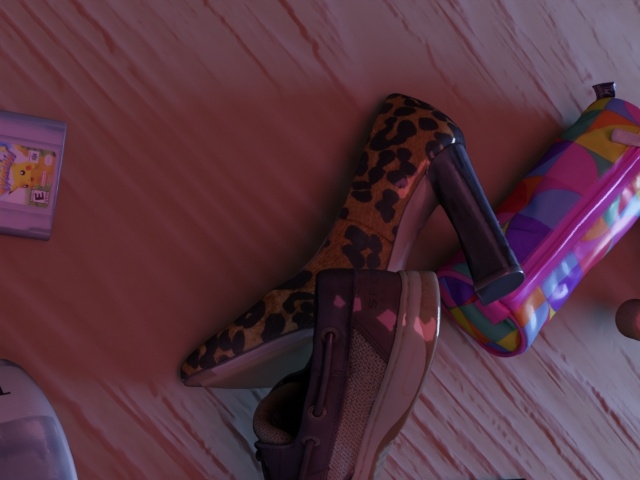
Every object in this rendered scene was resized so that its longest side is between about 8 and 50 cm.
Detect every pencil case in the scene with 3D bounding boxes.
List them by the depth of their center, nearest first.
[{"bbox_3d":[0.192,-0.017,1.025,0.236,0.104,0.104,-47,109,-18],"label":"pencil case"}]

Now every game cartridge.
[{"bbox_3d":[-0.205,-0.044,0.870,0.056,0.017,0.083,8,86,-23],"label":"game cartridge"}]

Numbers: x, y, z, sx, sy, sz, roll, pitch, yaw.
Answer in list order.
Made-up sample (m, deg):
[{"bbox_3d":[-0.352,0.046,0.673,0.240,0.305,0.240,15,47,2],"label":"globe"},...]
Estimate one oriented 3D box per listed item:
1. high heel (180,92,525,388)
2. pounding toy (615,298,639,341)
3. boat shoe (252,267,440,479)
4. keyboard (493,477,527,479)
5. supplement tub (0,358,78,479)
[{"bbox_3d":[0.000,0.000,0.962,0.261,0.093,0.186,-21,61,-2],"label":"high heel"},{"bbox_3d":[0.331,0.034,1.104,0.206,0.094,0.181,-17,103,-16],"label":"pounding toy"},{"bbox_3d":[-0.001,0.129,0.880,0.092,0.103,0.285,16,126,-6],"label":"boat shoe"},{"bbox_3d":[0.092,0.247,1.018,0.180,0.023,0.108,1,83,-26],"label":"keyboard"},{"bbox_3d":[-0.303,0.187,0.721,0.316,0.193,0.193,-10,95,-27],"label":"supplement tub"}]
